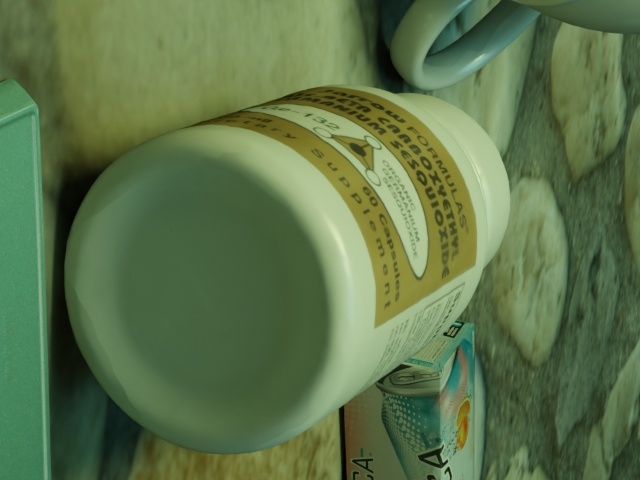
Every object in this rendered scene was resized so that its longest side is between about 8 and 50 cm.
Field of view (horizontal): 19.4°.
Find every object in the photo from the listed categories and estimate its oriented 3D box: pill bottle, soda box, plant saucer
[{"bbox_3d":[0.000,0.000,0.820,0.229,0.131,0.131,-26,123,-63],"label":"pill bottle"},{"bbox_3d":[0.053,0.133,1.089,0.058,0.063,0.183,-49,142,-52],"label":"soda box"},{"bbox_3d":[-0.123,0.040,0.696,0.067,0.018,0.192,-37,134,-58],"label":"plant saucer"}]

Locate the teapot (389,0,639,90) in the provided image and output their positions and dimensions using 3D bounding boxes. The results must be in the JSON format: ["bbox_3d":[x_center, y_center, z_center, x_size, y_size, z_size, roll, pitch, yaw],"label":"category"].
[{"bbox_3d":[0.132,-0.206,0.958,0.187,0.252,0.256,-28,112,-33],"label":"teapot"}]
